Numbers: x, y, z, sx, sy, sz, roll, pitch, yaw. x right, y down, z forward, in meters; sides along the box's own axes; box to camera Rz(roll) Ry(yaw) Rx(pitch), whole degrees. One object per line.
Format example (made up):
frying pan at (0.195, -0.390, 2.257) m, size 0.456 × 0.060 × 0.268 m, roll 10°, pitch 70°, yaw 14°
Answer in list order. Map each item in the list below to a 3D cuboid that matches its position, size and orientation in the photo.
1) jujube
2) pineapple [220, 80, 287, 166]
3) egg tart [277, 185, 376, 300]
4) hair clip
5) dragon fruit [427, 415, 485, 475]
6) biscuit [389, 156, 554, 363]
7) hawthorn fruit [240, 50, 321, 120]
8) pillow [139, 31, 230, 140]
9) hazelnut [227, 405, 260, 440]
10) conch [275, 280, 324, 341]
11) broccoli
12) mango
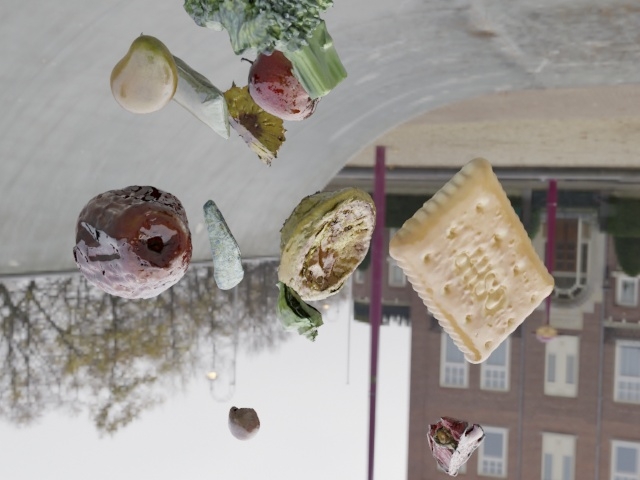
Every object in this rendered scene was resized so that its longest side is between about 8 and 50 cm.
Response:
jujube at (-0.303, 0.006, 1.244) m, size 0.197 × 0.197 × 0.290 m, roll 0°, pitch 179°, yaw -26°
pineapple at (-0.155, -0.317, 1.952) m, size 0.135 × 0.233 × 0.079 m, roll -43°, pitch -171°, yaw -33°
egg tart at (0.000, 0.000, 1.650) m, size 0.115 × 0.290 × 0.290 m, roll 32°, pitch -160°, yaw 32°
hair clip at (-0.197, 0.017, 1.529) m, size 0.066 × 0.229 × 0.036 m, roll -21°, pitch -139°, yaw -14°
dragon fruit at (0.284, 0.419, 1.549) m, size 0.122 × 0.092 × 0.192 m, roll 1°, pitch 150°, yaw 5°
biscuit at (0.191, 0.032, 0.912) m, size 0.250 × 0.160 × 0.030 m, roll 52°, pitch 170°, yaw -36°
hawthorn fruit at (-0.088, -0.344, 1.605) m, size 0.194 × 0.157 × 0.157 m, roll 27°, pitch -173°, yaw 9°
pillow at (-0.339, -0.384, 1.889) m, size 0.302 × 0.075 × 0.185 m, roll 40°, pitch 161°, yaw 19°
hazelnut at (-0.181, 0.424, 1.769) m, size 0.086 × 0.086 × 0.086 m, roll 1°, pitch -178°, yaw 0°
conch at (-0.038, 0.121, 1.287) m, size 0.074 × 0.121 × 0.089 m, roll -28°, pitch -179°, yaw -15°
broccoli at (-0.033, -0.376, 1.112) m, size 0.302 × 0.249 × 0.375 m, roll 34°, pitch -157°, yaw -20°
mango at (-0.366, -0.341, 1.583) m, size 0.136 × 0.099 × 0.227 m, roll 17°, pitch 151°, yaw -17°
